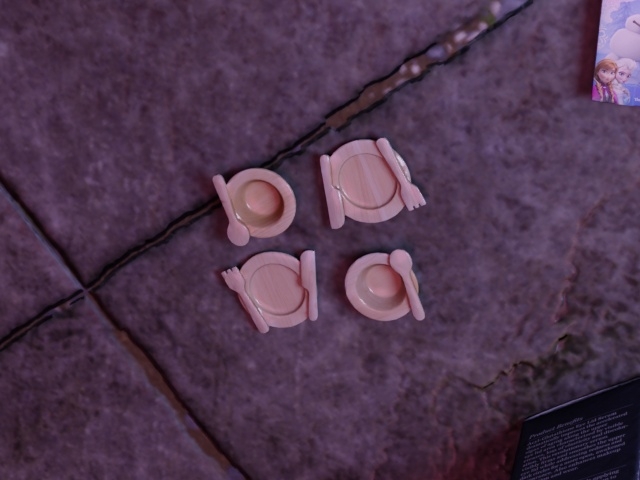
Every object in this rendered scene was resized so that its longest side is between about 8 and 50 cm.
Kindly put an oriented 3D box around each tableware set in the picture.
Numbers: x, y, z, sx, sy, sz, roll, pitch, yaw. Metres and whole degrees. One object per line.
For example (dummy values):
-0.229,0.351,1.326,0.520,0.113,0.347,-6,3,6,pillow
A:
0.000,0.000,1.108,0.169,0.020,0.141,-8,111,17,tableware set

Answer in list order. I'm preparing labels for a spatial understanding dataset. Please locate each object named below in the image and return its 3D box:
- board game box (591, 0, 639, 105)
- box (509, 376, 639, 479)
0.228,-0.132,0.990,0.090,0.020,0.090,7,114,11,board game box
0.209,0.218,1.048,0.108,0.207,0.153,-24,105,23,box
